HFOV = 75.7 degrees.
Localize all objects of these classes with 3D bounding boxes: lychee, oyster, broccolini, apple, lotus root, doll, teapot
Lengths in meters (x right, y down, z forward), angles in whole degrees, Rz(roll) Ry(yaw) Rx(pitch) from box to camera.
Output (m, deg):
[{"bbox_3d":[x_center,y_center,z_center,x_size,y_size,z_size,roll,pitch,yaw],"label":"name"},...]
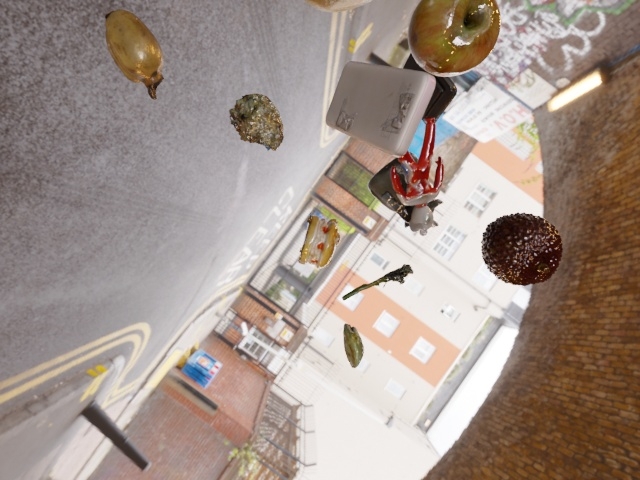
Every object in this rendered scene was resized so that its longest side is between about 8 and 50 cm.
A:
[{"bbox_3d":[0.713,0.033,1.475,0.276,0.275,0.304,-53,-156,21],"label":"lychee"},{"bbox_3d":[-0.258,-0.481,1.703,0.198,0.259,0.092,-32,-168,20],"label":"oyster"},{"bbox_3d":[0.193,0.155,1.410,0.271,0.062,0.123,-26,169,12],"label":"broccolini"},{"bbox_3d":[0.389,-0.627,1.242,0.264,0.264,0.264,-54,-179,1],"label":"apple"},{"bbox_3d":[-0.456,-0.465,1.032,0.118,0.221,0.125,-33,-173,-12],"label":"lotus root"},{"bbox_3d":[0.322,-0.196,1.349,0.188,0.384,0.099,-12,-165,-9],"label":"doll"},{"bbox_3d":[0.342,-0.174,1.561,0.223,0.285,0.305,-37,175,3],"label":"teapot"}]

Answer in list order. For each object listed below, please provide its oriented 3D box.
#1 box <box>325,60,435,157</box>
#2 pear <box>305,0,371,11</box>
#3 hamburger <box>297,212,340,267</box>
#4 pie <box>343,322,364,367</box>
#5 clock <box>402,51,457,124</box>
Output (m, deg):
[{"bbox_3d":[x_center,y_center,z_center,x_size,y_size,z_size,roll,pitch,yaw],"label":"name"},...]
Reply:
[{"bbox_3d":[0.097,-0.259,0.783,0.285,0.044,0.142,46,-59,54],"label":"box"},{"bbox_3d":[0.049,-0.875,1.215,0.362,0.418,0.362,-24,145,-18],"label":"pear"},{"bbox_3d":[0.000,0.000,2.123,0.303,0.186,0.261,-86,-168,-58],"label":"hamburger"},{"bbox_3d":[0.152,0.480,1.913,0.248,0.090,0.201,120,-39,-87],"label":"pie"},{"bbox_3d":[0.448,-0.667,1.793,0.049,0.279,0.273,-30,170,-15],"label":"clock"}]
